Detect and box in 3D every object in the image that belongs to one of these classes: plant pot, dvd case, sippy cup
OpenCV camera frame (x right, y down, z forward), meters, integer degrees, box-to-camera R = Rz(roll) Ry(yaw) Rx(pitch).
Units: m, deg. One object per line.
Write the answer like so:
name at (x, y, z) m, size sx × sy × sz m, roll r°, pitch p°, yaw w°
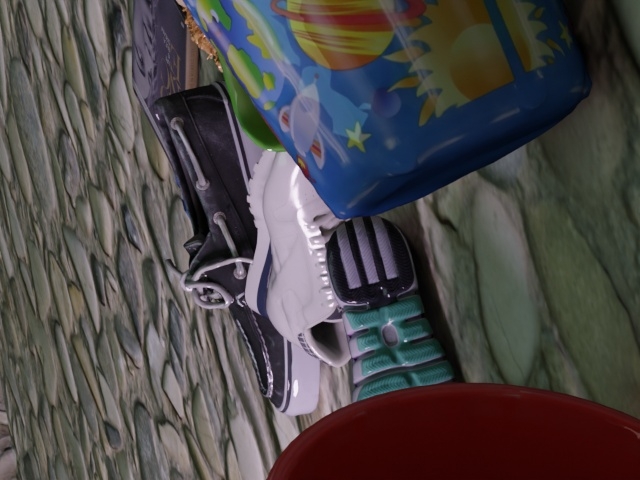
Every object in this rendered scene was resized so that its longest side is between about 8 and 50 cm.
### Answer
plant pot at (0.094, 0.252, 1.106) m, size 0.275 × 0.275 × 0.243 m, roll -129°, pitch 37°, yaw -53°
dvd case at (-0.158, -0.183, 2.006) m, size 0.221 × 0.018 × 0.164 m, roll 94°, pitch 154°, yaw -46°
sippy cup at (0.035, -0.142, 1.143) m, size 0.224 × 0.240 × 0.305 m, roll 63°, pitch -174°, yaw 7°

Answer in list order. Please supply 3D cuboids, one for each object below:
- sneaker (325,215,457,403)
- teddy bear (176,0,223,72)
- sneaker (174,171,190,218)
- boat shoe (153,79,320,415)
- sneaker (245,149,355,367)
sneaker at (0.059, 0.091, 1.492) m, size 0.098 × 0.083 × 0.223 m, roll 2°, pitch -102°, yaw -87°
teddy bear at (-0.034, -0.196, 1.461) m, size 0.338 × 0.113 × 0.245 m, roll -131°, pitch 34°, yaw -54°
sneaker at (-0.105, -0.044, 1.898) m, size 0.144 × 0.053 × 0.059 m, roll -126°, pitch 27°, yaw -68°
boat shoe at (-0.079, 0.013, 1.770) m, size 0.113 × 0.105 × 0.306 m, roll -174°, pitch 71°, yaw -72°
sneaker at (0.000, 0.000, 1.582) m, size 0.095 × 0.090 × 0.235 m, roll 48°, pitch 153°, yaw 33°
